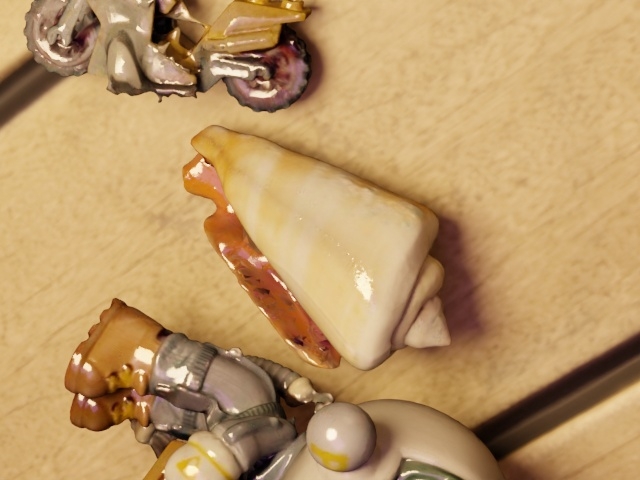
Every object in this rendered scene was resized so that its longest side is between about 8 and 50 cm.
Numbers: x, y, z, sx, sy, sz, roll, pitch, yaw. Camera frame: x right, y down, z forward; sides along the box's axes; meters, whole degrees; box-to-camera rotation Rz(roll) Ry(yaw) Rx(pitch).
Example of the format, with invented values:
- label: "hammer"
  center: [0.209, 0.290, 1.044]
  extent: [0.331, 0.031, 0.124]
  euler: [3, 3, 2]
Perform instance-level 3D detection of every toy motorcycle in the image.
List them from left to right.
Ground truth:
- label: "toy motorcycle"
  center: [-0.116, -0.174, 1.230]
  extent: [0.229, 0.094, 0.130]
  euler: [11, 108, 8]

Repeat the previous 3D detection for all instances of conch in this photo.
- label: "conch"
  center: [0.010, -0.004, 1.246]
  extent: [0.255, 0.127, 0.158]
  euler: [50, 150, 19]

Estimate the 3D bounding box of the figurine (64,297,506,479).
- label: "figurine"
  center: [-0.017, 0.182, 1.214]
  extent: [0.382, 0.261, 0.186]
  euler: [24, 69, 10]
